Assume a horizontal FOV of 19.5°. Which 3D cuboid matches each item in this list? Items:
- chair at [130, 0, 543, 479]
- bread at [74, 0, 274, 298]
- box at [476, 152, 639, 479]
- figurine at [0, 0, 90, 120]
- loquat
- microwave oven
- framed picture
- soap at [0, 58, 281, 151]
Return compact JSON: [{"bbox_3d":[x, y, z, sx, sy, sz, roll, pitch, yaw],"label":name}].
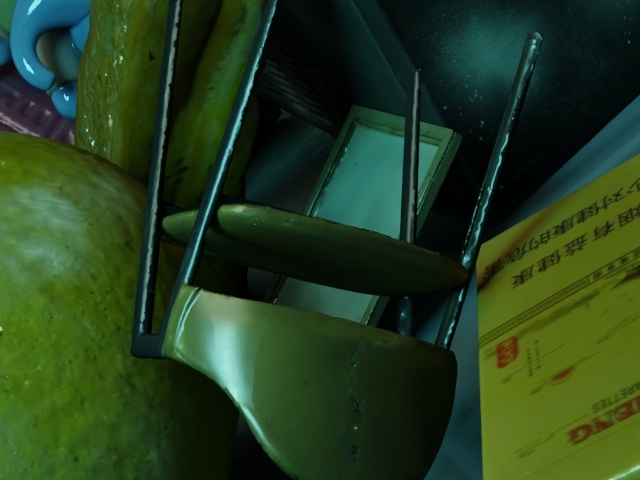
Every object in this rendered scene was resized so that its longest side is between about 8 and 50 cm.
[{"bbox_3d":[0.000,0.000,0.947,0.172,0.158,0.247,-2,75,63],"label":"chair"},{"bbox_3d":[-0.098,-0.090,1.219,0.109,0.380,0.185,-5,46,-15],"label":"bread"},{"bbox_3d":[0.163,0.051,0.875,0.174,0.076,0.274,-32,21,18],"label":"box"},{"bbox_3d":[-0.172,-0.177,1.456,0.262,0.154,0.180,-13,57,8],"label":"figurine"},{"bbox_3d":[-0.219,0.085,1.042,0.328,0.359,0.328,-34,36,29],"label":"loquat"},{"bbox_3d":[0.130,-0.280,1.286,0.432,0.236,0.374,-41,38,-13],"label":"microwave oven"},{"bbox_3d":[0.011,0.015,1.156,0.201,0.010,0.136,-65,27,-1],"label":"framed picture"},{"bbox_3d":[-0.215,-0.071,1.522,0.233,0.128,0.359,22,50,18],"label":"soap"}]
